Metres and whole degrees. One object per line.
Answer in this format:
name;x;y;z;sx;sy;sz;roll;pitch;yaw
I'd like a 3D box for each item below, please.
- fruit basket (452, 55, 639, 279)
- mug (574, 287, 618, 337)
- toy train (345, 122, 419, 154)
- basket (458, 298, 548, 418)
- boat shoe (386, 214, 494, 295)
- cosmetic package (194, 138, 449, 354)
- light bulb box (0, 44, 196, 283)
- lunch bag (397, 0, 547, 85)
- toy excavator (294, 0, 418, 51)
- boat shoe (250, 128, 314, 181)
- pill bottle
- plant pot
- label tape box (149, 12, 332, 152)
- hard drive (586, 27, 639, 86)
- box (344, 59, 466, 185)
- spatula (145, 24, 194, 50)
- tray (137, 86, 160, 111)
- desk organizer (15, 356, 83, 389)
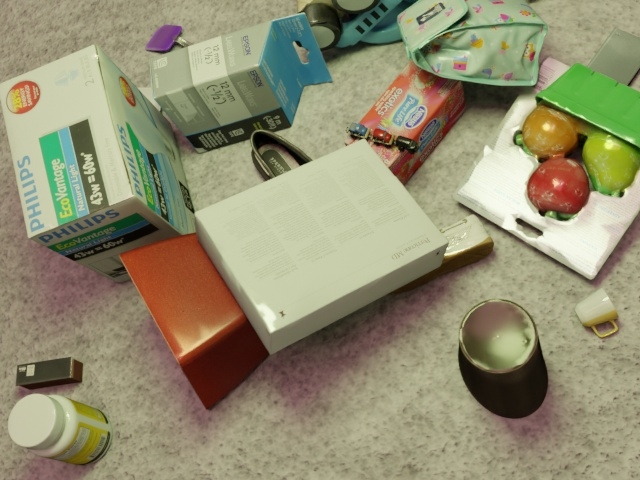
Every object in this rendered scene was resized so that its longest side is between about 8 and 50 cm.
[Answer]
fruit basket;0.490;-0.149;1.548;0.327;0.165;0.353;33;95;25
mug;0.510;0.135;1.453;0.064;0.062;0.078;-28;57;11
toy train;0.121;-0.205;1.566;0.158;0.036;0.027;18;75;21
basket;0.316;0.195;1.385;0.154;0.227;0.204;-25;63;3
boat shoe;0.199;0.027;1.564;0.277;0.098;0.096;-20;62;-2
cosmetic package;0.000;0.000;1.457;0.377;0.097;0.284;-25;60;-19
light bulb box;-0.444;-0.142;1.638;0.225;0.361;0.357;-21;70;6
lunch bag;0.291;-0.416;1.588;0.262;0.160;0.223;-1;35;-4
toy excavator;0.208;-0.570;1.754;0.433;0.445;0.222;-33;54;47
boat shoe;-0.040;-0.119;1.683;0.112;0.095;0.335;-44;64;-6
pill bottle;-0.508;0.369;1.541;0.119;0.208;0.119;-5;66;13
plant pot;-0.204;0.129;1.549;0.236;0.267;0.267;-29;63;-13
label tape box;-0.161;-0.335;1.720;0.348;0.249;0.115;-13;65;9
hard drive;0.625;-0.375;1.655;0.094;0.022;0.135;33;79;24
box;0.182;-0.244;1.659;0.123;0.128;0.257;35;80;25
spatula;-0.306;-0.477;1.940;0.297;0.030;0.084;21;72;22
tray;-0.510;-0.305;1.923;0.271;0.030;0.145;2;69;16
desk organizer;-0.578;0.285;1.682;0.130;0.050;0.047;-10;66;11
